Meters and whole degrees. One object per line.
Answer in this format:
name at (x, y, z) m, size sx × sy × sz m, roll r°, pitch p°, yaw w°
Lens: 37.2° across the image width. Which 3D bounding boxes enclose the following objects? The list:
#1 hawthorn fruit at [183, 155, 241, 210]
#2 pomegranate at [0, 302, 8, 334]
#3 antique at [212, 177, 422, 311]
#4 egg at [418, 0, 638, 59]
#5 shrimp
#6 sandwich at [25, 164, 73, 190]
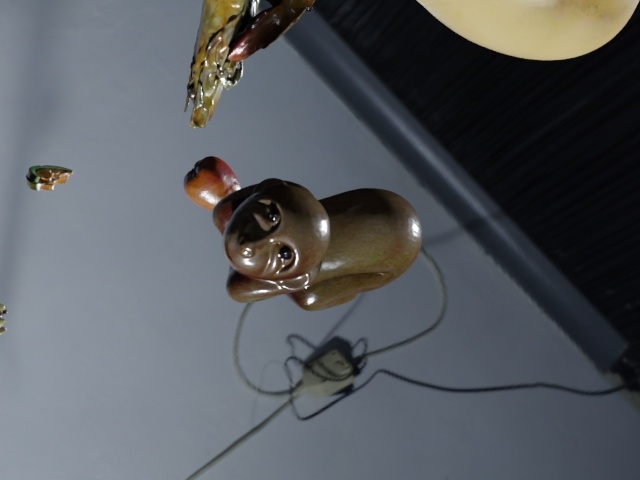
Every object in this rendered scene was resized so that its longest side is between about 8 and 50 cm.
hawthorn fruit at (-0.161, -0.079, 1.457) m, size 0.093 × 0.081 × 0.081 m, roll 45°, pitch 52°, yaw -21°
pomegranate at (-0.632, 0.127, 1.542) m, size 0.211 × 0.179 × 0.179 m, roll 21°, pitch 54°, yaw 13°
antique at (0.000, 0.000, 0.987) m, size 0.257 × 0.143 × 0.121 m, roll 8°, pitch 62°, yaw -45°
egg at (0.145, -0.248, 0.711) m, size 0.201 × 0.201 × 0.244 m, roll -39°, pitch 97°, yaw -37°
shrimp at (-0.073, -0.253, 1.060) m, size 0.063 × 0.152 × 0.287 m, roll 9°, pitch 99°, yaw -61°
sandwich at (-0.552, -0.128, 1.909) m, size 0.067 × 0.029 × 0.135 m, roll 18°, pitch 16°, yaw 6°
